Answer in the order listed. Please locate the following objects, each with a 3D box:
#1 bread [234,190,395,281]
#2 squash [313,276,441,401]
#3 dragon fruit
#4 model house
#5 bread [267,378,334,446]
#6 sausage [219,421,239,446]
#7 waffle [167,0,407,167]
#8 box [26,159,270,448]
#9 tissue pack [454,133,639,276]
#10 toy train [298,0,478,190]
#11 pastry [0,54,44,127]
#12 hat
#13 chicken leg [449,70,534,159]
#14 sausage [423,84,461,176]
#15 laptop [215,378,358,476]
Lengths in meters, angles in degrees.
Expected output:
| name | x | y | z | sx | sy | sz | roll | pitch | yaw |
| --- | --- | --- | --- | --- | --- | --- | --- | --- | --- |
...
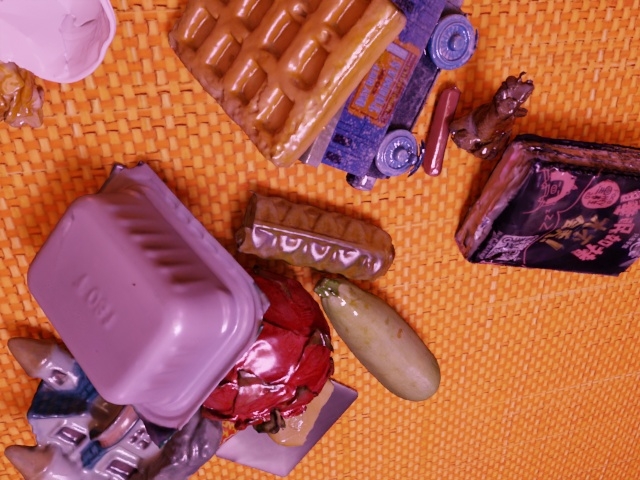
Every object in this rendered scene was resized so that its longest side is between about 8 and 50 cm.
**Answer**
| name | x | y | z | sx | sy | sz | roll | pitch | yaw |
| --- | --- | --- | --- | --- | --- | --- | --- | --- | --- |
| bread | 0.000 | 0.001 | 0.780 | 0.269 | 0.098 | 0.087 | 15 | 150 | -20 |
| squash | 0.103 | 0.172 | 0.868 | 0.118 | 0.118 | 0.370 | -39 | 119 | 6 |
| dragon fruit | -0.113 | 0.153 | 0.739 | 0.244 | 0.244 | 0.299 | -43 | 106 | 8 |
| model house | -0.360 | 0.267 | 0.765 | 0.267 | 0.194 | 0.325 | -44 | 114 | 9 |
| bread | -0.055 | 0.292 | 0.881 | 0.125 | 0.086 | 0.156 | 34 | 86 | -31 |
| sausage | -0.213 | 0.360 | 0.910 | 0.264 | 0.083 | 0.083 | -39 | 118 | 5 |
| waffle | -0.052 | -0.247 | 0.574 | 0.221 | 0.248 | 0.055 | -47 | 162 | 22 |
| box | -0.259 | 0.071 | 0.627 | 0.264 | 0.337 | 0.106 | -51 | 159 | 13 |
| tissue pack | 0.426 | -0.049 | 0.829 | 0.332 | 0.123 | 0.245 | 4 | 135 | -13 |
| toy train | 0.072 | -0.219 | 0.654 | 0.202 | 0.131 | 0.299 | 13 | 109 | -34 |
| pastry | -0.465 | -0.201 | 0.557 | 0.250 | 0.102 | 0.154 | 4 | 111 | -18 |
| hat | -0.291 | -0.288 | 0.503 | 0.203 | 0.126 | 0.203 | 6 | 142 | 4 |
| chicken leg | 0.254 | -0.181 | 0.718 | 0.125 | 0.196 | 0.080 | -43 | 77 | 18 |
| sausage | 0.194 | -0.175 | 0.773 | 0.030 | 0.035 | 0.147 | -10 | 118 | -39 |
| laptop | -0.067 | 0.373 | 0.982 | 0.188 | 0.015 | 0.269 | 32 | 104 | -26 |
